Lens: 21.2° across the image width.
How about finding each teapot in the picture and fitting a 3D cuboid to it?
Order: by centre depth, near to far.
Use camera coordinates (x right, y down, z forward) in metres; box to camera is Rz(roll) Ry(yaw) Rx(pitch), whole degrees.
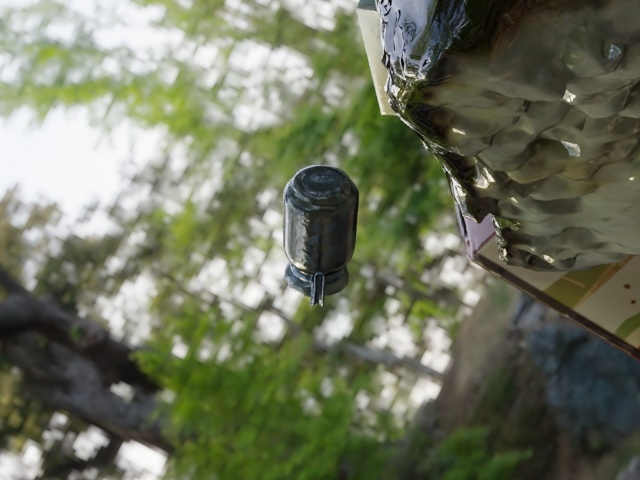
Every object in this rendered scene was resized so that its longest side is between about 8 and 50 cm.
[{"bbox_3d":[0.004,-0.002,1.108,0.049,0.063,0.083,-18,-48,-23],"label":"teapot"}]

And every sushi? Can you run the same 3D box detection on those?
[{"bbox_3d":[0.133,-0.100,0.712,0.343,0.196,0.182,36,-132,-67],"label":"sushi"}]

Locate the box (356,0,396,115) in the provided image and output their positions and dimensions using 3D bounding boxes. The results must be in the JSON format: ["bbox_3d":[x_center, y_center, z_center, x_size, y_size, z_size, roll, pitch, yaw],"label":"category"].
[{"bbox_3d":[0.125,-0.248,1.646,0.269,0.079,0.135,-60,-33,-41],"label":"box"}]

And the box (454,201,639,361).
[{"bbox_3d":[0.365,-0.062,1.417,0.385,0.344,0.122,-45,29,29],"label":"box"}]
